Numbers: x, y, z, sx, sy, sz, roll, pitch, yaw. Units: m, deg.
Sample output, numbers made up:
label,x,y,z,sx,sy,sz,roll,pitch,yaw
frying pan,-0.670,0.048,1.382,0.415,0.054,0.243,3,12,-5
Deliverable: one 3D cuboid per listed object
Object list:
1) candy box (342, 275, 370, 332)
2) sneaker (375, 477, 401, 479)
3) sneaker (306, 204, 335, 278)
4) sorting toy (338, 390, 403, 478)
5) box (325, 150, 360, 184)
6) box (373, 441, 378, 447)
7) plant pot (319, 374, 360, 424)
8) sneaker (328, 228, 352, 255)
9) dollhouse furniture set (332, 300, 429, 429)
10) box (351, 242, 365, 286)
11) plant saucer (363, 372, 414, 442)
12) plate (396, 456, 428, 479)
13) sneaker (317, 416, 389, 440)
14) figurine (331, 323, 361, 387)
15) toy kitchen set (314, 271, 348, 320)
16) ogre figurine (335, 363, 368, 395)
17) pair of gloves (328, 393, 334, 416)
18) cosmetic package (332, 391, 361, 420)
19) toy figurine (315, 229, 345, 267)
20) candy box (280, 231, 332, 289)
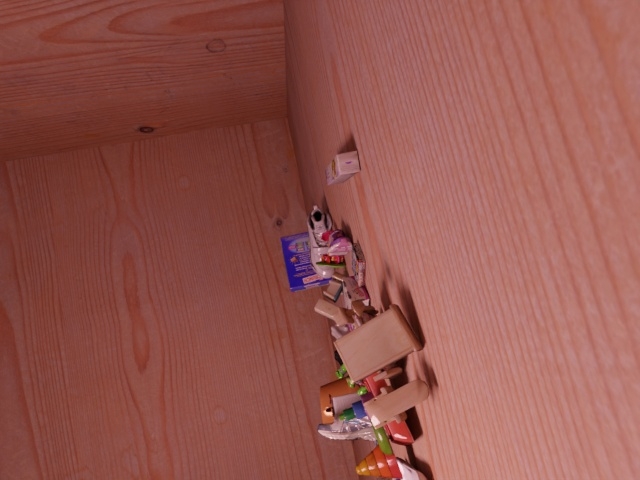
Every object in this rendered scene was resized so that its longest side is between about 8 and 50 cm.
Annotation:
label,x,y,z,sx,sy,sz,roll,pitch,yaw
candy box,0.138,0.269,1.579,0.159,0.071,0.233,-109,9,-59
sneaker,0.225,0.760,1.308,0.058,0.152,0.084,-22,87,46
sneaker,0.000,0.000,2.145,0.210,0.138,0.365,86,176,-69
sorting toy,0.130,0.566,1.189,0.127,0.126,0.365,-112,2,-56
box,0.066,-0.231,1.388,0.324,0.067,0.063,-158,59,-85
box,0.237,0.818,1.796,0.225,0.037,0.136,-111,12,-63
plant pot,0.109,0.789,2.020,0.291,0.204,0.290,-8,-90,-89
sneaker,0.072,0.001,1.687,0.236,0.095,0.104,110,157,-81
dollhouse furniture set,0.205,0.286,1.098,0.356,0.174,0.303,26,-147,-60
box,0.134,0.088,1.501,0.137,0.027,0.093,85,171,-45
plant saucer,0.184,0.474,1.240,0.258,0.048,0.259,76,170,-61
plate,0.282,0.749,1.145,0.278,0.045,0.277,93,166,-71
sneaker,0.125,0.657,1.534,0.110,0.283,0.122,47,-143,-58
figurine,0.123,0.460,1.726,0.209,0.093,0.214,-129,28,-62
toy kitchen set,0.076,0.267,1.890,0.207,0.122,0.166,-59,-15,-25
ogre figurine,0.154,0.508,1.580,0.197,0.097,0.118,39,122,47
pair of gloves,0.043,0.658,1.691,0.074,0.010,0.083,114,148,-82
cosmetic package,0.148,0.691,1.687,0.151,0.184,0.151,89,170,-63
toy figurine,0.051,0.034,1.938,0.173,0.130,0.159,11,103,61
candy box,-0.073,0.118,2.453,0.122,0.269,0.316,84,174,-68
